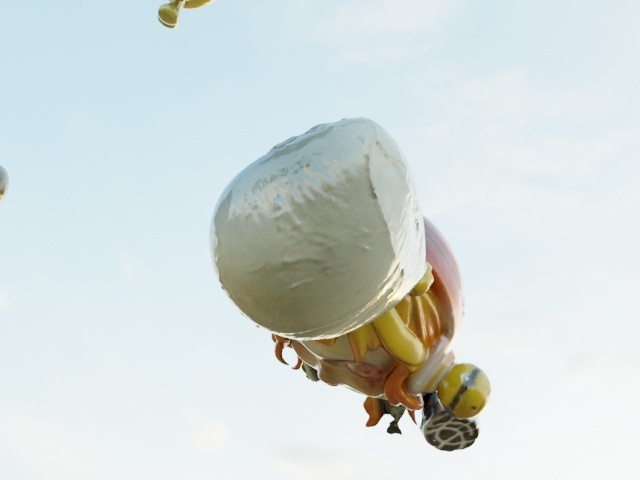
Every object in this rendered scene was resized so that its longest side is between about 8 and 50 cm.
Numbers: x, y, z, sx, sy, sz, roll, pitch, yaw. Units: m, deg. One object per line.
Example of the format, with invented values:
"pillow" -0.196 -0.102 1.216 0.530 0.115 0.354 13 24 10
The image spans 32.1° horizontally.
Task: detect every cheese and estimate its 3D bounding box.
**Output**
"cheese" 0.000 0.000 0.968 0.189 0.154 0.198 -20 -34 3

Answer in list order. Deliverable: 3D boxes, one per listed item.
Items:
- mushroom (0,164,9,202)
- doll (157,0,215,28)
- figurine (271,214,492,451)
"mushroom" -0.355 -0.060 0.888 0.212 0.088 0.097 19 -59 -46
"doll" -0.077 -0.331 1.052 0.086 0.291 0.117 32 2 -6
"figurine" 0.057 0.074 1.208 0.320 0.196 0.323 24 -27 28
